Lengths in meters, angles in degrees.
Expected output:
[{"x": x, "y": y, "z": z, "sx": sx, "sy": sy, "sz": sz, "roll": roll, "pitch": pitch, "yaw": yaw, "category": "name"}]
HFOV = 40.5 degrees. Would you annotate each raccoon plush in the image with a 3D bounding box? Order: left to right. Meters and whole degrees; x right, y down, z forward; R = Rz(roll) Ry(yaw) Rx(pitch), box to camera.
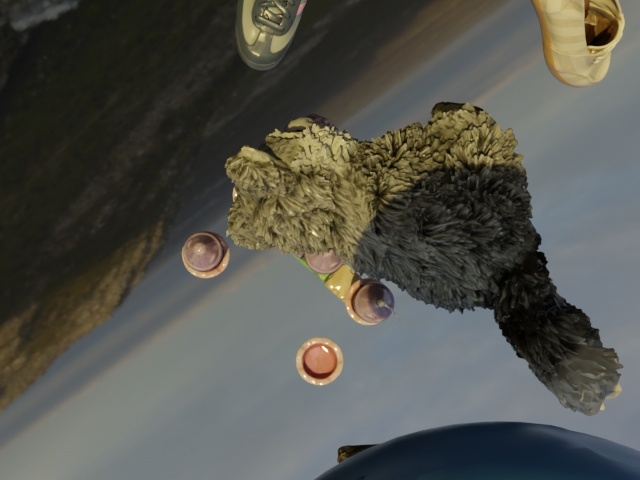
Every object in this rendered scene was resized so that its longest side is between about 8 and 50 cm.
[{"x": 0.081, "y": 0.007, "z": 0.921, "sx": 0.299, "sy": 0.216, "sz": 0.446, "roll": -13, "pitch": -142, "yaw": -19, "category": "raccoon plush"}]

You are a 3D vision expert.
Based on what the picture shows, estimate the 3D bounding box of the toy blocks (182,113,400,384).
[{"x": 0.000, "y": 0.000, "z": 1.191, "sx": 0.309, "sy": 0.289, "sz": 0.260, "roll": -47, "pitch": 177, "yaw": -6, "category": "toy blocks"}]

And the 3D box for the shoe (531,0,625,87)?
[{"x": 0.257, "y": -0.206, "z": 0.846, "sx": 0.076, "sy": 0.058, "sz": 0.219, "roll": -59, "pitch": 147, "yaw": -2, "category": "shoe"}]

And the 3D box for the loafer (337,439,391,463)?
[{"x": 0.102, "y": 0.277, "z": 1.107, "sx": 0.170, "sy": 0.061, "sz": 0.062, "roll": 2, "pitch": 123, "yaw": -27, "category": "loafer"}]

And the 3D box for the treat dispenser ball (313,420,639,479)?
[{"x": 0.079, "y": 0.219, "z": 0.351, "sx": 0.288, "sy": 0.288, "sz": 0.288, "roll": -37, "pitch": -177, "yaw": 2, "category": "treat dispenser ball"}]

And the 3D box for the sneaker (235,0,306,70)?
[{"x": -0.061, "y": -0.437, "z": 1.418, "sx": 0.131, "sy": 0.112, "sz": 0.318, "roll": -139, "pitch": -115, "yaw": -77, "category": "sneaker"}]
